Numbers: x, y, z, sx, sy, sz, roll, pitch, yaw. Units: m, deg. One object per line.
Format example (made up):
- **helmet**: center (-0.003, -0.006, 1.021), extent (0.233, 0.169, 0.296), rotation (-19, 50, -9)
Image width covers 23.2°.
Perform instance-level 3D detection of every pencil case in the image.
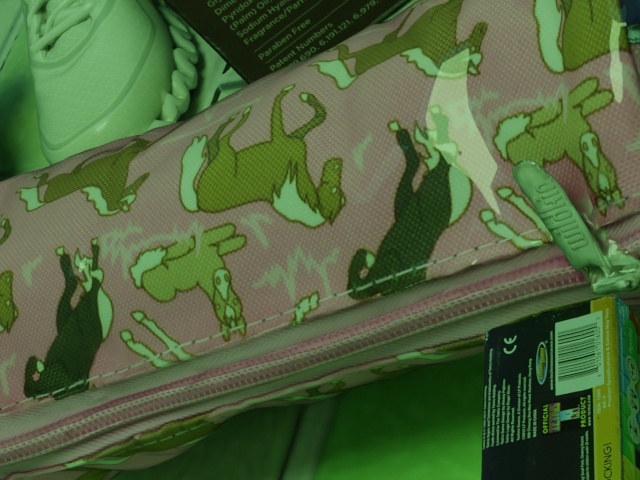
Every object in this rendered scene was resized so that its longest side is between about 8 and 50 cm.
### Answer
- **pencil case**: center (0.000, 0.000, 0.642), extent (0.386, 0.167, 0.160), rotation (-19, 79, 30)

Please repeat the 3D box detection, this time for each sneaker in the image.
- **sneaker**: center (-0.145, -0.150, 0.930), extent (0.110, 0.118, 0.292), rotation (-27, 44, 20)

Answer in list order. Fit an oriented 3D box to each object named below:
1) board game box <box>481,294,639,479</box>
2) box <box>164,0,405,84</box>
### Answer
- **board game box**: center (0.099, 0.124, 0.455), extent (0.048, 0.141, 0.170), rotation (-18, 47, 29)
- **box**: center (-0.039, -0.221, 0.824), extent (0.167, 0.203, 0.168), rotation (-36, 41, 12)
